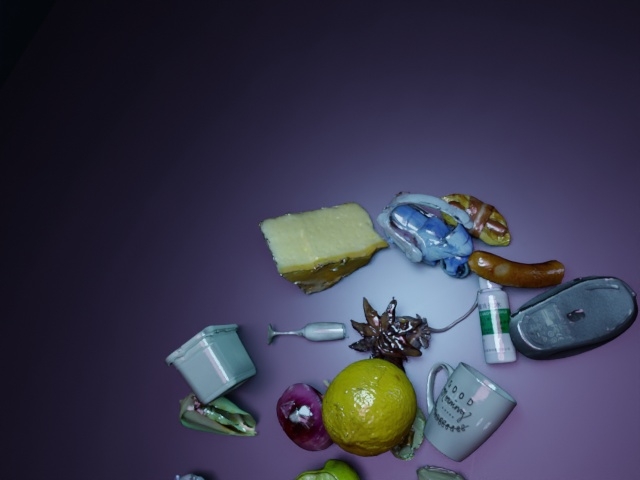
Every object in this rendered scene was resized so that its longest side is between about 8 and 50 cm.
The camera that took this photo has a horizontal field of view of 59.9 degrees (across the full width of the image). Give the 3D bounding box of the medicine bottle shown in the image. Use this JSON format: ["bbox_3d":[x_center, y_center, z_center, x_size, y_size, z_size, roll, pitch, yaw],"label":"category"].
[{"bbox_3d":[0.523,0.235,1.661,0.095,0.095,0.260,-6,74,12],"label":"medicine bottle"}]

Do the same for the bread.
[{"bbox_3d":[0.000,0.000,1.757,0.315,0.279,0.248,-35,64,16],"label":"bread"}]

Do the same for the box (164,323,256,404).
[{"bbox_3d":[-0.320,0.382,1.719,0.175,0.312,0.182,-36,79,3],"label":"box"}]

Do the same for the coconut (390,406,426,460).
[{"bbox_3d":[0.252,0.568,1.657,0.133,0.055,0.158,21,70,42],"label":"coconut"}]

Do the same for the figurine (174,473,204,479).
[{"bbox_3d":[-0.420,0.813,1.713,0.184,0.128,0.208,-55,31,-3],"label":"figurine"}]

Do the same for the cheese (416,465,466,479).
[{"bbox_3d":[0.342,0.760,1.577,0.175,0.091,0.202,10,79,17],"label":"cheese"}]

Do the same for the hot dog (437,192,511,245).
[{"bbox_3d":[0.481,-0.074,1.744,0.261,0.093,0.123,25,84,17],"label":"hot dog"}]

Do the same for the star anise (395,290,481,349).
[{"bbox_3d":[0.370,0.247,1.734,0.227,0.218,0.148,-3,35,-27],"label":"star anise"}]

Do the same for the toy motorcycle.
[{"bbox_3d":[0.327,-0.016,1.694,0.319,0.241,0.182,30,78,16],"label":"toy motorcycle"}]

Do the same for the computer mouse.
[{"bbox_3d":[0.720,0.225,1.607,0.374,0.114,0.203,-18,70,0],"label":"computer mouse"}]

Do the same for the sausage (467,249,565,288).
[{"bbox_3d":[0.581,0.091,1.634,0.302,0.076,0.103,6,49,-10],"label":"sausage"}]

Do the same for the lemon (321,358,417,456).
[{"bbox_3d":[0.143,0.469,1.584,0.258,0.310,0.258,20,122,35],"label":"lemon"}]

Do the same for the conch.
[{"bbox_3d":[-0.330,0.547,1.755,0.250,0.137,0.143,14,110,21],"label":"conch"}]

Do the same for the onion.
[{"bbox_3d":[-0.041,0.535,1.679,0.200,0.200,0.207,-16,79,9],"label":"onion"}]

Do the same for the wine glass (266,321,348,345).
[{"bbox_3d":[-0.042,0.297,1.794,0.262,0.074,0.074,-4,76,11],"label":"wine glass"}]

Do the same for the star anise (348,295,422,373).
[{"bbox_3d":[0.181,0.300,1.686,0.272,0.102,0.272,3,96,30],"label":"star anise"}]

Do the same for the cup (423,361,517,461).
[{"bbox_3d":[0.392,0.477,1.608,0.234,0.186,0.258,-54,43,5],"label":"cup"}]

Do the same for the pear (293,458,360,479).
[{"bbox_3d":[-0.002,0.768,1.626,0.238,0.164,0.255,2,72,24],"label":"pear"}]
